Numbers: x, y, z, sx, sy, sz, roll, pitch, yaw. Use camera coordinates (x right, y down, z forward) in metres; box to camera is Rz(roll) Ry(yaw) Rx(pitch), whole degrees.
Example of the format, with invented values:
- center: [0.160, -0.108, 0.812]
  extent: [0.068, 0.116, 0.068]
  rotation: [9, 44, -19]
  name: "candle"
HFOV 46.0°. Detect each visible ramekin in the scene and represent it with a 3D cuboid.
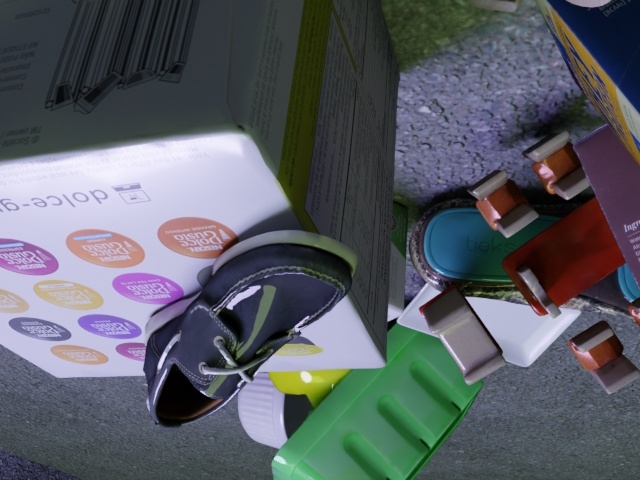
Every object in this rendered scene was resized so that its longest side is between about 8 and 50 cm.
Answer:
- center: [-0.069, 0.295, 1.430]
  extent: [0.109, 0.207, 0.207]
  rotation: [1, 150, 26]
  name: "ramekin"

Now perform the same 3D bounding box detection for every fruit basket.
- center: [0.032, 0.241, 1.246]
  extent: [0.392, 0.392, 0.283]
  rotation: [5, 149, 2]
  name: "fruit basket"

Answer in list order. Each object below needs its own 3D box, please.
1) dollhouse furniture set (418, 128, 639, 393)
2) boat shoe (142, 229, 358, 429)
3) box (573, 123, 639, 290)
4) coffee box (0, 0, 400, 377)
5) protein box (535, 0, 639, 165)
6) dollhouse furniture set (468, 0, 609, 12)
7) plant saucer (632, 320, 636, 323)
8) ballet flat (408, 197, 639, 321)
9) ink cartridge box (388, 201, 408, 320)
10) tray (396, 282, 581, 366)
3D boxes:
- center: [0.244, 0.045, 0.855]
  extent: [0.259, 0.262, 0.135]
  rotation: [-35, -178, 8]
  name: "dollhouse furniture set"
- center: [-0.052, 0.065, 0.496]
  extent: [0.084, 0.079, 0.233]
  rotation: [23, 143, -26]
  name: "boat shoe"
- center: [0.387, -0.045, 0.713]
  extent: [0.168, 0.203, 0.167]
  rotation: [-10, 163, -38]
  name: "box"
- center: [-0.132, -0.100, 0.635]
  extent: [0.337, 0.338, 0.334]
  rotation: [-5, 149, 17]
  name: "coffee box"
- center: [0.298, -0.153, 0.547]
  extent: [0.200, 0.201, 0.136]
  rotation: [-32, 136, 16]
  name: "protein box"
- center: [0.203, -0.232, 0.477]
  extent: [0.242, 0.212, 0.161]
  rotation: [23, 161, 37]
  name: "dollhouse furniture set"
- center: [0.494, 0.091, 1.032]
  extent: [0.168, 0.029, 0.168]
  rotation: [-8, -167, 2]
  name: "plant saucer"
- center: [0.359, 0.027, 0.971]
  extent: [0.482, 0.164, 0.182]
  rotation: [5, 171, 14]
  name: "ballet flat"
- center: [0.000, 0.000, 0.955]
  extent: [0.219, 0.160, 0.092]
  rotation: [25, 145, -27]
  name: "ink cartridge box"
- center: [0.264, 0.111, 1.184]
  extent: [0.270, 0.030, 0.145]
  rotation: [21, 121, -23]
  name: "tray"
